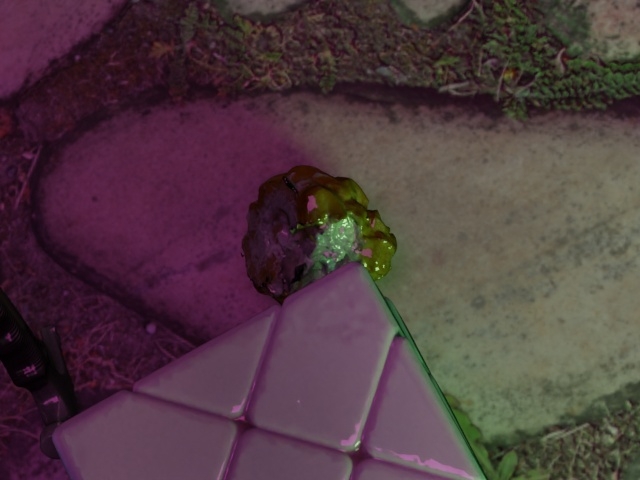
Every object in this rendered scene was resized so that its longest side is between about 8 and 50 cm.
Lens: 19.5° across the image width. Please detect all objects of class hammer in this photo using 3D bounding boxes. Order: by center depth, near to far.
[{"bbox_3d":[-0.305,0.094,1.818,0.041,0.226,0.159,-27,38,6],"label":"hammer"}]

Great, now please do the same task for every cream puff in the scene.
[{"bbox_3d":[0.001,0.000,1.843,0.156,0.156,0.121,-15,35,6],"label":"cream puff"}]

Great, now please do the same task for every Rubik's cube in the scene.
[{"bbox_3d":[-0.001,0.260,1.665,0.319,0.316,0.322,-30,69,0],"label":"Rubik's cube"}]
